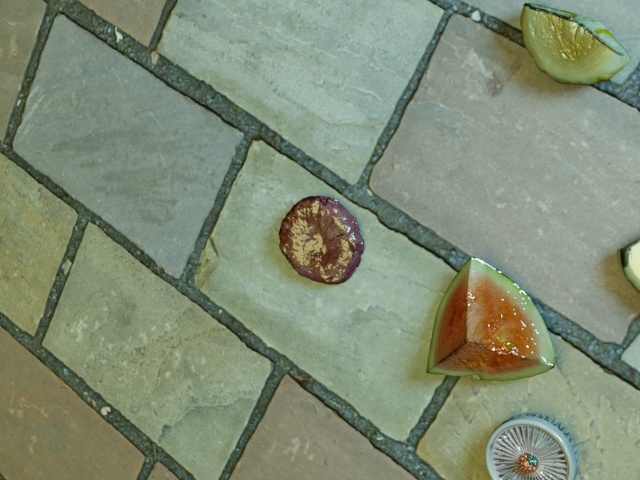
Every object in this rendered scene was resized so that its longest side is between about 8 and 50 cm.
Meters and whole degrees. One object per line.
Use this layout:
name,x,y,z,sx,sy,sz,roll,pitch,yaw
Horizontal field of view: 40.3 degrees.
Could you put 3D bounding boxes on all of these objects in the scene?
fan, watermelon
fan,0.297,0.370,1.288,0.130,0.074,0.244,21,108,25
watermelon,0.255,0.137,1.274,0.145,0.137,0.192,15,108,-9

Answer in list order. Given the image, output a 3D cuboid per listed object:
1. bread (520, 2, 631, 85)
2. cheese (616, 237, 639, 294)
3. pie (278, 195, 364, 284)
bread,0.338,-0.256,1.168,0.157,0.083,0.094,22,110,27
cheese,0.505,0.085,1.141,0.127,0.054,0.251,-39,79,28
pie,0.000,0.000,1.424,0.154,0.038,0.153,5,101,27
